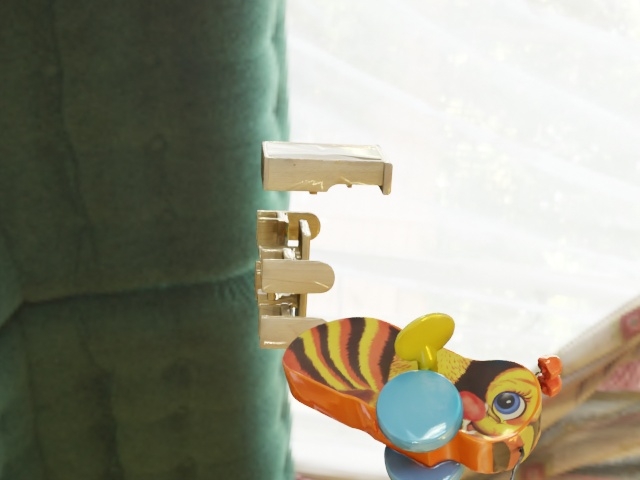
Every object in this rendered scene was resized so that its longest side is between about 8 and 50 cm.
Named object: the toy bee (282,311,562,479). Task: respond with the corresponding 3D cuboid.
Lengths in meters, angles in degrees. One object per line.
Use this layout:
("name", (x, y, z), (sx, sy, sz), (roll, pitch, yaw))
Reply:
("toy bee", (0.121, 0.147, 0.957), (0.162, 0.298, 0.195), (-41, 166, -25))

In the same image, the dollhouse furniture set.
("dollhouse furniture set", (0.000, 0.000, 1.481), (0.212, 0.161, 0.242), (-106, -162, -71))
